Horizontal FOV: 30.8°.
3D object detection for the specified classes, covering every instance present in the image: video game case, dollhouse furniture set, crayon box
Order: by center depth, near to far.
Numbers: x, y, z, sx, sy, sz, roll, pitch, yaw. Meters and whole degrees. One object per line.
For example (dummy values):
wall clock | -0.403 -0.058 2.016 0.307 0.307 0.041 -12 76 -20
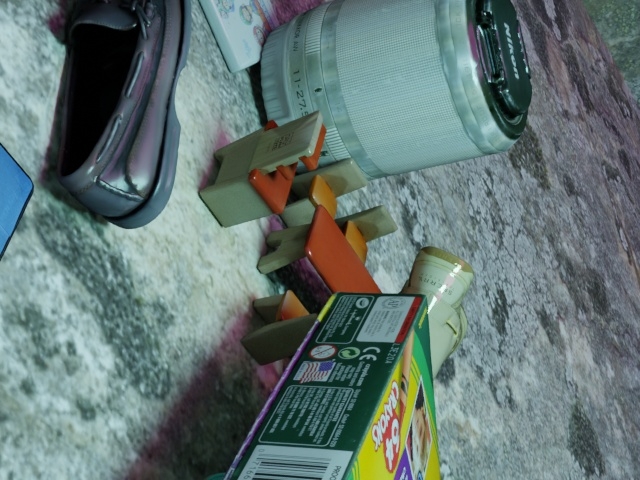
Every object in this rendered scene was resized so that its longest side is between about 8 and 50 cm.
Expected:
crayon box | 0.023 0.268 1.018 0.363 0.106 0.313 -57 143 -58
dollhouse furniture set | 0.000 0.000 1.241 0.259 0.135 0.262 55 31 -31
video game case | -0.100 -0.284 1.360 0.157 0.019 0.143 67 27 -10

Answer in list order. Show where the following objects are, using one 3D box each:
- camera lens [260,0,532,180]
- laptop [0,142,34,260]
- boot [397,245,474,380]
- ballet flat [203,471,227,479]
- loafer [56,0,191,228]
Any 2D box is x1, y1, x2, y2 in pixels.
camera lens | 0.096 -0.190 1.366 0.219 0.274 0.220 35 50 -55
laptop | -0.273 -0.092 0.670 0.236 0.408 0.382 24 41 -13
boot | 0.103 0.147 1.382 0.203 0.095 0.262 -62 170 -24
ballet flat | -0.090 0.307 0.962 0.079 0.076 0.222 66 25 -55
loafer | -0.182 -0.163 1.038 0.095 0.109 0.303 26 54 -50
